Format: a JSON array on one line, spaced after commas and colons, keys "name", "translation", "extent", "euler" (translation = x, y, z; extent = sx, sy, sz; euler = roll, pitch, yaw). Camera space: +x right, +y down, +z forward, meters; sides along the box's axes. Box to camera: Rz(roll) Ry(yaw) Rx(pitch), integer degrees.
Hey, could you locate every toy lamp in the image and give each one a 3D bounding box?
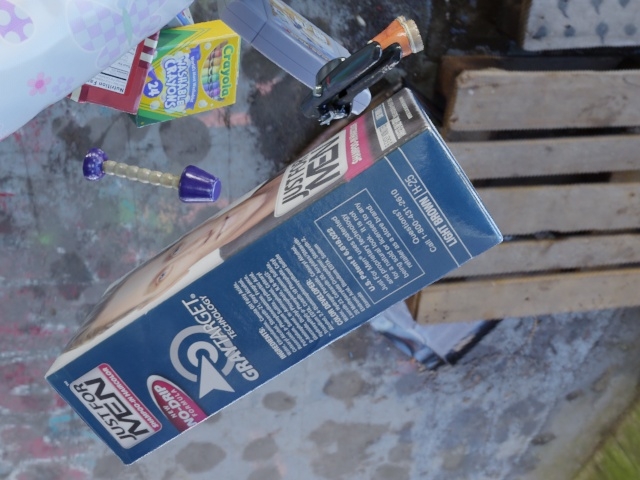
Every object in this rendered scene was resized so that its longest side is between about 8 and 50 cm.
[{"name": "toy lamp", "translation": [-0.332, -0.127, 1.411], "extent": [0.275, 0.080, 0.080], "euler": [13, 124, 9]}]

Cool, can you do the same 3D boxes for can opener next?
[{"name": "can opener", "translation": [0.027, -0.178, 0.790], "extent": [0.059, 0.186, 0.073], "euler": [-16, 90, -22]}]

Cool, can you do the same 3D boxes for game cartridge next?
[{"name": "game cartridge", "translation": [-0.042, -0.336, 1.211], "extent": [0.297, 0.198, 0.062], "euler": [29, 113, -29]}]

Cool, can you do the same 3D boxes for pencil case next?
[{"name": "pencil case", "translation": [-0.198, -0.151, 0.464], "extent": [0.273, 0.113, 0.124], "euler": [-41, 159, -19]}]

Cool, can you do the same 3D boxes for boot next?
[{"name": "boot", "translation": [0.105, -0.308, 1.110], "extent": [0.085, 0.158, 0.059], "euler": [-23, 104, 6]}]

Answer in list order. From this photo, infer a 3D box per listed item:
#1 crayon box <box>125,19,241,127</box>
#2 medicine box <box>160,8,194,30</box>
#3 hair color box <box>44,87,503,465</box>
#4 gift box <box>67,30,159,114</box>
[{"name": "crayon box", "translation": [-0.313, -0.413, 1.724], "extent": [0.323, 0.083, 0.203], "euler": [-22, 142, -30]}, {"name": "medicine box", "translation": [-0.435, -0.620, 1.719], "extent": [0.149, 0.263, 0.289], "euler": [-20, 83, 5]}, {"name": "hair color box", "translation": [-0.041, 0.022, 0.591], "extent": [0.347, 0.174, 0.105], "euler": [-33, 106, 12]}, {"name": "gift box", "translation": [-0.380, -0.375, 1.134], "extent": [0.255, 0.258, 0.276], "euler": [16, 105, -32]}]
